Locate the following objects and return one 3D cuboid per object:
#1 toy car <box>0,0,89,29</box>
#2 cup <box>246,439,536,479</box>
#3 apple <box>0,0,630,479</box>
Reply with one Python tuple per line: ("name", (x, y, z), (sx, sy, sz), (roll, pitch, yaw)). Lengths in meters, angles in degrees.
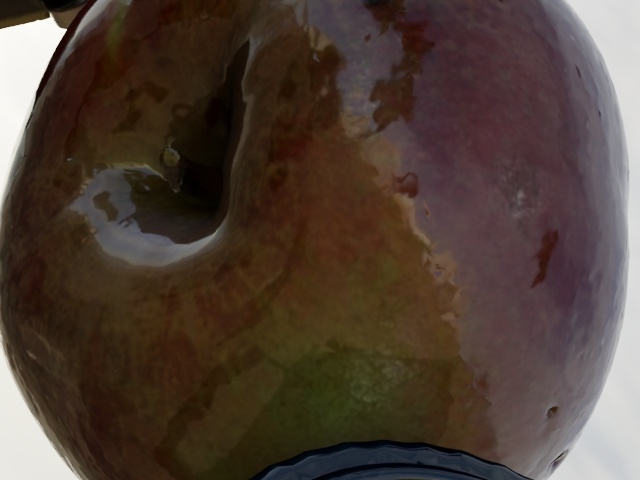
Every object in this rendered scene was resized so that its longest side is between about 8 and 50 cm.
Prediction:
("toy car", (-0.218, -0.187, 0.970), (0.256, 0.124, 0.101), (-9, -48, 21))
("cup", (-0.017, 0.227, 0.633), (0.308, 0.242, 0.292), (47, -43, 19))
("apple", (0.000, 0.000, 0.804), (0.277, 0.348, 0.348), (25, 4, -46))
